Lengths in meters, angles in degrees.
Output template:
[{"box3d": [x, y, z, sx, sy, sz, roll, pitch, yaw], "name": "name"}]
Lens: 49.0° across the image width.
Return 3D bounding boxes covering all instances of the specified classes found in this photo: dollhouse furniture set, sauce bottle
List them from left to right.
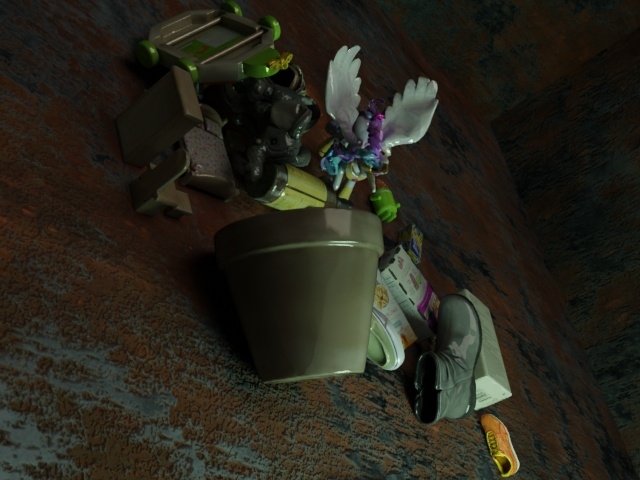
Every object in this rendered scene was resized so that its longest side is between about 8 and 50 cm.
[{"box3d": [-0.206, -0.179, 1.408, 0.355, 0.173, 0.303, 19, 46, -52], "name": "dollhouse furniture set"}, {"box3d": [-0.036, -0.105, 1.692, 0.344, 0.111, 0.111, 22, 43, -52], "name": "sauce bottle"}]

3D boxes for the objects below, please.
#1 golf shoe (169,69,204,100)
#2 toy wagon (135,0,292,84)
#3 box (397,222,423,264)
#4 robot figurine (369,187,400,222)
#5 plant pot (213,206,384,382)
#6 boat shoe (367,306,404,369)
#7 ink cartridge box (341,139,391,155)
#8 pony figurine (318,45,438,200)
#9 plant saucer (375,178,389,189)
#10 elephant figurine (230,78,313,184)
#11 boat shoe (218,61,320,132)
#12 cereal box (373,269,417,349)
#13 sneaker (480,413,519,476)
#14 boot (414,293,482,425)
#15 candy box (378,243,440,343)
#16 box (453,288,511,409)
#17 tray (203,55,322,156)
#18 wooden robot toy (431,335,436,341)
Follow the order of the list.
[{"box3d": [-0.306, -0.395, 1.601, 0.094, 0.077, 0.198, 61, 14, -51], "name": "golf shoe"}, {"box3d": [-0.205, -0.402, 1.473, 0.344, 0.068, 0.267, 29, 51, 28], "name": "toy wagon"}, {"box3d": [0.271, 0.018, 2.140, 0.054, 0.059, 0.169, 47, 28, -17], "name": "box"}, {"box3d": [0.193, -0.112, 2.136, 0.101, 0.067, 0.115, 15, 48, -38], "name": "robot figurine"}, {"box3d": [-0.028, 0.115, 1.304, 0.323, 0.323, 0.280, 12, 68, -56], "name": "plant pot"}, {"box3d": [0.070, 0.180, 1.601, 0.302, 0.109, 0.094, 51, 41, 6], "name": "boat shoe"}, {"box3d": [0.139, -0.301, 2.180, 0.092, 0.143, 0.090, -81, 150, -53], "name": "ink cartridge box"}, {"box3d": [0.110, -0.271, 1.795, 0.302, 0.363, 0.351, 14, 81, -16], "name": "pony figurine"}, {"box3d": [0.202, -0.160, 2.263, 0.083, 0.013, 0.083, 41, 30, -31], "name": "plant saucer"}, {"box3d": [-0.087, -0.223, 1.509, 0.169, 0.186, 0.239, 34, 21, -50], "name": "elephant figurine"}, {"box3d": [-0.091, -0.347, 1.667, 0.355, 0.130, 0.132, 5, 57, -58], "name": "boat shoe"}, {"box3d": [0.146, 0.172, 1.773, 0.240, 0.047, 0.173, 61, 26, 6], "name": "cereal box"}, {"box3d": [0.492, 0.562, 1.938, 0.067, 0.064, 0.175, -2, 60, -49], "name": "sneaker"}, {"box3d": [0.318, 0.290, 1.776, 0.222, 0.118, 0.338, 18, 66, -53], "name": "boot"}, {"box3d": [0.244, 0.146, 1.942, 0.233, 0.071, 0.159, 55, 29, -8], "name": "candy box"}, {"box3d": [0.438, 0.313, 2.042, 0.148, 0.121, 0.311, 38, 33, -33], "name": "box"}, {"box3d": [-0.140, -0.350, 1.817, 0.203, 0.076, 0.411, 55, 27, -7], "name": "tray"}, {"box3d": [0.348, 0.311, 1.931, 0.173, 0.079, 0.076, 35, -6, 44], "name": "wooden robot toy"}]
